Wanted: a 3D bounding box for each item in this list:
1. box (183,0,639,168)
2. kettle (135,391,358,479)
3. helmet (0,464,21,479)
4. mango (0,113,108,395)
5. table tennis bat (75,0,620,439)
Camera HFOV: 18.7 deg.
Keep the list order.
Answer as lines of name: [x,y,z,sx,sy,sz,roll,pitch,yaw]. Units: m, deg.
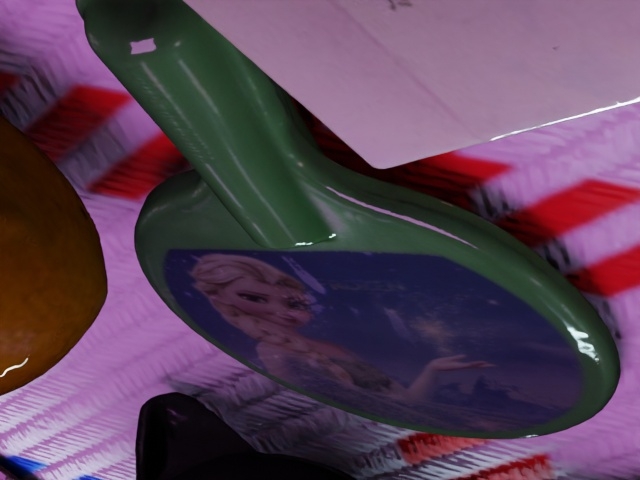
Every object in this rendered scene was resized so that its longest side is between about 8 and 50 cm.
box: [0.053,-0.105,0.327,0.164,0.069,0.256,40,148,-28]
kettle: [-0.025,0.203,0.773,0.207,0.250,0.271,7,141,6]
helmet: [-0.203,0.170,0.990,0.175,0.106,0.155,28,153,-16]
mango: [-0.196,-0.023,0.613,0.262,0.130,0.167,24,149,-13]
table tennis bat: [0.000,0.000,0.597,0.160,0.039,0.257,5,150,29]
